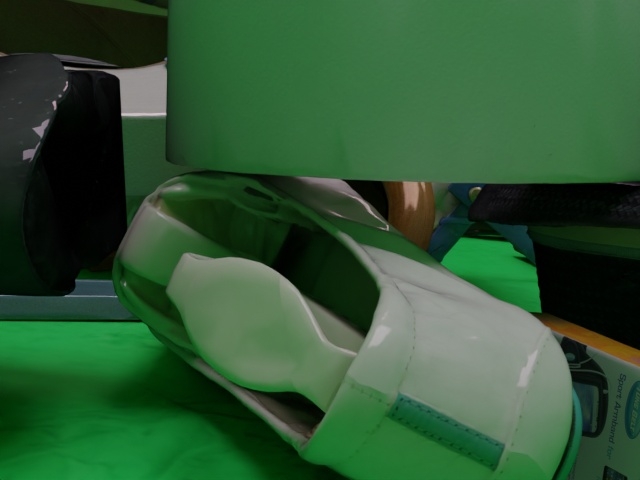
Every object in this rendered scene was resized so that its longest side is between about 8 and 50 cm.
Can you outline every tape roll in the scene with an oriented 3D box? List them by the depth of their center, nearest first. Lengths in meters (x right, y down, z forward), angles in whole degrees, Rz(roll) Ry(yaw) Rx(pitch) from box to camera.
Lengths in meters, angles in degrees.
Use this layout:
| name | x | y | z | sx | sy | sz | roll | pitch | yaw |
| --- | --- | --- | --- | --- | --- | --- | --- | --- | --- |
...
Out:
| name | x | y | z | sx | sy | sz | roll | pitch | yaw |
| --- | --- | --- | --- | --- | --- | --- | --- | --- | --- |
| tape roll | 0.056 | -0.090 | 0.742 | 0.286 | 0.100 | 0.286 | 1 | 6 | 0 |
| tape roll | -0.212 | -0.152 | 1.119 | 0.392 | 0.072 | 0.392 | 10 | 27 | -5 |

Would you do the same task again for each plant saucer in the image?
| name | x | y | z | sx | sy | sz | roll | pitch | yaw |
| --- | --- | --- | --- | --- | --- | --- | --- | --- | --- |
| plant saucer | -0.168 | 0.039 | 0.908 | 0.192 | 0.018 | 0.067 | 1 | 10 | -26 |

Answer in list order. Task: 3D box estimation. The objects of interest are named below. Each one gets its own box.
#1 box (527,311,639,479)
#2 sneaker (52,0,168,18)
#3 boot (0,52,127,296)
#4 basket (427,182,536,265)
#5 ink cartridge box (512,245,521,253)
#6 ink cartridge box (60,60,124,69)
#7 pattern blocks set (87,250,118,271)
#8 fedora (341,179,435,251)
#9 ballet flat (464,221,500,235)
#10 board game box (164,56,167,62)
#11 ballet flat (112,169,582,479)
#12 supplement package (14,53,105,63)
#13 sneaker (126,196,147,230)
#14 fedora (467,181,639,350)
| name | x | y | z | sx | sy | sz | roll | pitch | yaw |
| --- | --- | --- | --- | --- | --- | --- | --- | --- | --- |
| box | 0.125 | 0.086 | 0.607 | 0.028 | 0.081 | 0.136 | 3 | 10 | -28 |
| sneaker | -0.152 | -0.243 | 1.142 | 0.192 | 0.086 | 0.064 | 6 | 28 | -11 |
| boot | -0.333 | -0.016 | 0.595 | 0.445 | 0.146 | 0.367 | 9 | 25 | 1 |
| basket | 0.127 | -0.040 | 1.113 | 0.289 | 0.201 | 0.255 | 44 | 3 | -8 |
| ink cartridge box | 0.377 | -0.018 | 1.322 | 0.306 | 0.131 | 0.226 | 3 | 9 | -17 |
| ink cartridge box | -0.255 | -0.122 | 1.446 | 0.270 | 0.151 | 0.395 | 4 | 11 | -17 |
| pattern blocks set | -0.162 | -0.069 | 1.156 | 0.325 | 0.026 | 0.285 | 23 | 39 | 4 |
| fedora | 0.000 | 0.000 | 0.971 | 0.194 | 0.194 | 0.079 | 11 | -29 | 27 |
| ballet flat | 0.156 | -0.047 | 1.512 | 0.280 | 0.095 | 0.096 | 14 | -4 | -19 |
| board game box | -0.043 | -0.164 | 1.082 | 0.133 | 0.033 | 0.168 | 13 | 27 | 13 |
| ballet flat | -0.029 | 0.025 | 0.673 | 0.139 | 0.139 | 0.400 | 2 | 13 | -28 |
| supplement package | -0.287 | -0.259 | 1.398 | 0.244 | 0.133 | 0.139 | 4 | 9 | -13 |
| sneaker | -0.118 | -0.006 | 1.027 | 0.161 | 0.057 | 0.075 | 28 | 31 | 12 |
| fedora | 0.249 | 0.040 | 0.753 | 0.334 | 0.152 | 0.334 | 1 | 7 | 0 |
